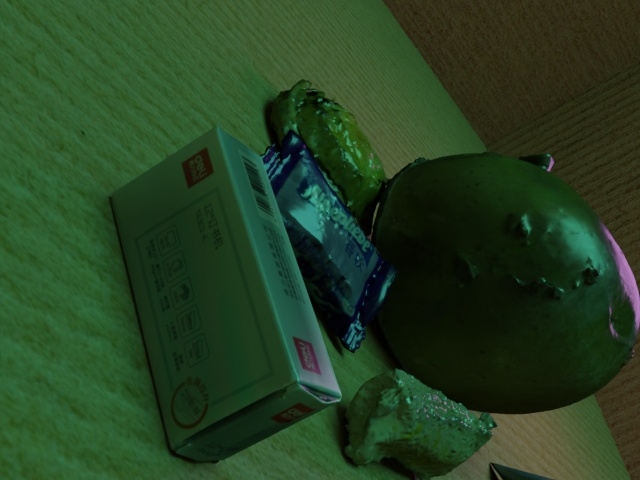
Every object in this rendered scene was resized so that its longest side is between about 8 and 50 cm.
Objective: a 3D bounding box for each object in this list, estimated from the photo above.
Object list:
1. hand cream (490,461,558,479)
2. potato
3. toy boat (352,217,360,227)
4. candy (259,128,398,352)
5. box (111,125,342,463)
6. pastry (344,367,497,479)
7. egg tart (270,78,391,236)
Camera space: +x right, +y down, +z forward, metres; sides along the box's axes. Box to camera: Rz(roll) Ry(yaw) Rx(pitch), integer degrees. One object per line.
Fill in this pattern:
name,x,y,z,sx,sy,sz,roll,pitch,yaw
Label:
hand cream,0.354,0.402,1.534,0.111,0.070,0.312,52,-17,-4
potato,0.320,0.062,1.517,0.442,0.320,0.385,45,52,-40
toy boat,-0.011,-0.029,1.352,0.210,0.066,0.084,44,26,-22
candy,0.000,0.000,1.262,0.275,0.070,0.145,52,50,-22
box,-0.089,0.047,0.868,0.079,0.135,0.269,30,34,-54
pastry,0.110,0.231,1.217,0.089,0.121,0.258,42,8,40
egg tart,0.032,-0.128,1.553,0.290,0.107,0.290,53,19,-28
